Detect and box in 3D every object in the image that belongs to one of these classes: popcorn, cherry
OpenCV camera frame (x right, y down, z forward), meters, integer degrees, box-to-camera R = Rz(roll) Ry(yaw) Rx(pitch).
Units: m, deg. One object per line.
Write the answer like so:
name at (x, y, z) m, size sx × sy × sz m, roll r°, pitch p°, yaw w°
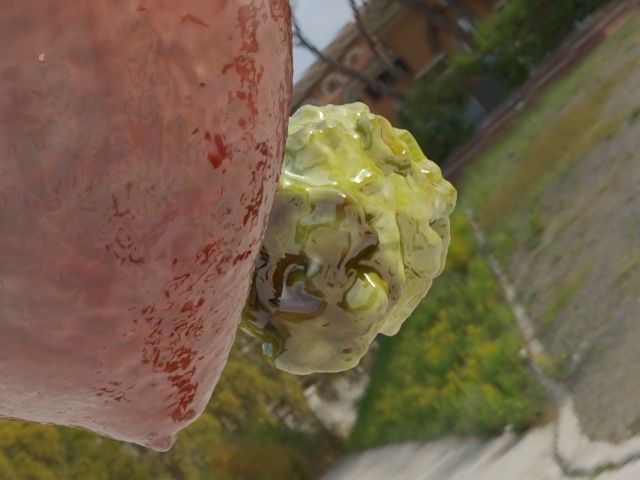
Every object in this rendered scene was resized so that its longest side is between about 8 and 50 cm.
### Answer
popcorn at (0.002, -0.014, 1.423) m, size 0.312 × 0.312 × 0.312 m, roll -39°, pitch -7°, yaw -6°
cherry at (-0.120, -0.049, 0.457) m, size 0.206 × 0.239 × 0.239 m, roll 19°, pitch -52°, yaw -42°
